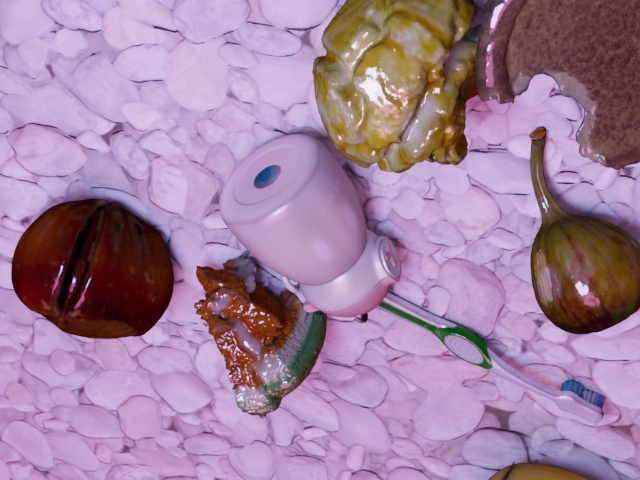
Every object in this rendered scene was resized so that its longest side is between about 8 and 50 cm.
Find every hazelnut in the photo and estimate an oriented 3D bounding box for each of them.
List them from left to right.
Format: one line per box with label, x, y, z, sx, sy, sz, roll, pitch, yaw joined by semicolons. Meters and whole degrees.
hazelnut;-0.283;0.036;1.974;0.204;0.178;0.178;19;131;-6

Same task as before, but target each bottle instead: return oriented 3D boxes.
bottle;0.000;0.000;1.869;0.147;0.147;0.236;-19;128;28

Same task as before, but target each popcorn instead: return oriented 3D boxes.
popcorn;0.087;-0.180;1.637;0.183;0.221;0.204;24;172;12

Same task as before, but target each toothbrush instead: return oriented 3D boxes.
toothbrush;0.173;0.128;1.982;0.418;0.040;0.042;25;133;-5

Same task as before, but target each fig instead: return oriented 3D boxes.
fig;0.282;-0.010;1.801;0.149;0.149;0.245;-25;93;31

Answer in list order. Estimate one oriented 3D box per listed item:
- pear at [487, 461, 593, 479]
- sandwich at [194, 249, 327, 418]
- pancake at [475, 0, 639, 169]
pear;0.289;0.447;2.045;0.309;0.309;0.309;8;130;10
sandwich;-0.080;0.107;1.949;0.109;0.185;0.160;-30;118;25
pancake;0.294;-0.195;1.606;0.286;0.033;0.288;-22;122;-9
